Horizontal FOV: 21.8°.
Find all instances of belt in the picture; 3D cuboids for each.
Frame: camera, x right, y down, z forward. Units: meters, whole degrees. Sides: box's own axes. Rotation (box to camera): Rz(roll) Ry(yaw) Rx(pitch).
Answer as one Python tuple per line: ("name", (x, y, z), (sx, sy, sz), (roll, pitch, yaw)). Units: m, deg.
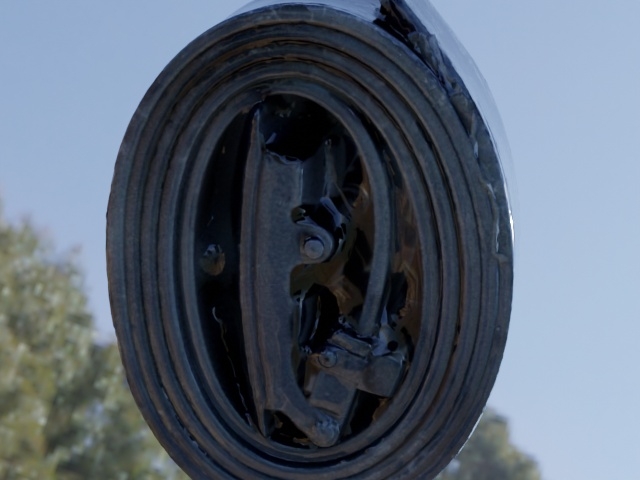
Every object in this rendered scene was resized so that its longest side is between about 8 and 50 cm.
("belt", (0.000, 0.000, 0.592), (0.141, 0.190, 0.082), (1, 16, 7))
